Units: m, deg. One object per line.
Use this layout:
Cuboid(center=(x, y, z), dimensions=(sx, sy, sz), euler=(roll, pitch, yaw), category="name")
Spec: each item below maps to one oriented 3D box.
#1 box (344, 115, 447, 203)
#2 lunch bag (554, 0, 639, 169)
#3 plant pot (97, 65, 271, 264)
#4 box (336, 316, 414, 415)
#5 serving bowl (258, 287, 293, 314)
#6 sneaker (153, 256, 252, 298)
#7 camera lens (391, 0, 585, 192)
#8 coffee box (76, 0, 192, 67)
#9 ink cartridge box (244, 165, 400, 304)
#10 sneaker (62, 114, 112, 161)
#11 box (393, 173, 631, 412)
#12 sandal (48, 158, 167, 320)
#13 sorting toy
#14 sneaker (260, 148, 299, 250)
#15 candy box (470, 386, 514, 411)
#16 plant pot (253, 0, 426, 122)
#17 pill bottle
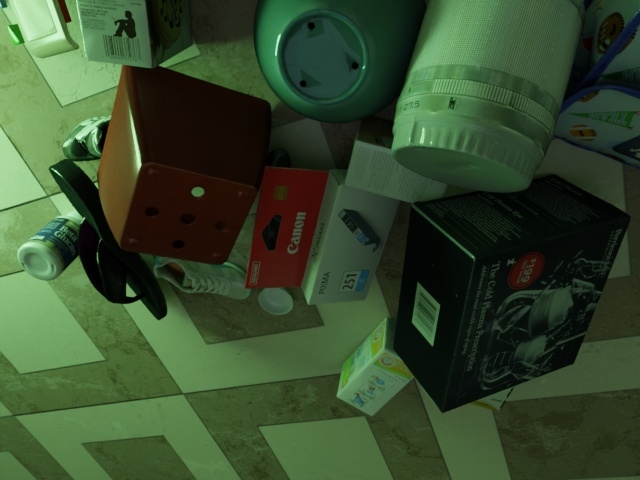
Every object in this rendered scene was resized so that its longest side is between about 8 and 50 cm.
Cuboid(center=(0.141, -0.143, 0.907), dimensions=(0.170, 0.130, 0.091), euler=(14, 124, 1), category="box")
Cuboid(center=(0.528, -0.255, 0.704), dimensions=(0.328, 0.239, 0.385), euler=(20, 140, -3), category="lunch bag")
Cuboid(center=(-0.236, -0.109, 0.888), dimensions=(0.267, 0.236, 0.267), euler=(12, 128, -26), category="plant pot")
Cuboid(center=(0.140, 0.298, 1.202), dimensions=(0.103, 0.114, 0.203), euler=(31, 123, -8), category="box")
Cuboid(center=(-0.102, 0.135, 1.197), dimensions=(0.083, 0.027, 0.083), euler=(5, 123, 8), category="serving bowl")
Cuboid(center=(-0.267, 0.087, 1.161), dimensions=(0.228, 0.092, 0.087), euler=(22, 122, -5), category="sneaker")
Cuboid(center=(0.234, -0.229, 0.728), dimensions=(0.219, 0.219, 0.274), euler=(17, 87, 0), category="camera lens")
Cuboid(center=(-0.290, -0.440, 0.779), dimensions=(0.119, 0.168, 0.297), euler=(8, 123, 6), category="coffee box")
Cuboid(center=(0.000, 0.000, 1.004), dimensions=(0.261, 0.066, 0.296), euler=(-1, 127, -21), category="ink cartridge box")
Cuboid(center=(-0.429, -0.199, 0.999), dimensions=(0.234, 0.106, 0.078), euler=(-13, 118, 19), category="sneaker")
Cuboid(center=(0.321, 0.089, 0.913), dimensions=(0.312, 0.179, 0.343), euler=(-14, 126, -20), category="box")
Cuboid(center=(-0.468, 0.029, 1.096), dimensions=(0.167, 0.107, 0.446), euler=(27, 147, 38), category="sandal")
Cuboid(center=(-0.467, -0.409, 0.838), dimensions=(0.347, 0.047, 0.196), euler=(12, 127, 43), category="sorting toy")
Cuboid(center=(-0.071, -0.063, 1.039), dimensions=(0.106, 0.101, 0.267), euler=(-1, 126, -11), category="sneaker")
Cuboid(center=(0.375, 0.277, 1.168), dimensions=(0.159, 0.071, 0.233), euler=(14, 125, 2), category="candy box")
Cuboid(center=(0.018, -0.304, 0.788), dimensions=(0.290, 0.195, 0.290), euler=(5, 123, 8), category="plant pot")
Cuboid(center=(-0.571, 0.003, 1.120), dimensions=(0.094, 0.169, 0.094), euler=(5, 124, 7), category="pill bottle")
